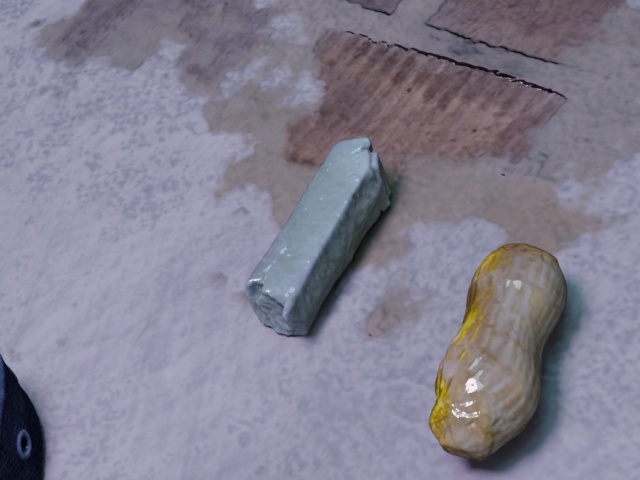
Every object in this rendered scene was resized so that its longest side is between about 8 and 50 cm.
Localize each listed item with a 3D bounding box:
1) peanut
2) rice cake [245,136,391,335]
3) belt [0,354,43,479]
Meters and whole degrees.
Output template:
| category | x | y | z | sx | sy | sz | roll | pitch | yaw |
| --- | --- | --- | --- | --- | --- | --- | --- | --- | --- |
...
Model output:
| category | x | y | z | sx | sy | sz | roll | pitch | yaw |
| --- | --- | --- | --- | --- | --- | --- | --- | --- | --- |
| peanut | 0.148 | 0.088 | 1.266 | 0.087 | 0.087 | 0.207 | 6 | 51 | 25 |
| rice cake | 0.000 | 0.000 | 1.417 | 0.063 | 0.069 | 0.206 | 15 | 59 | 28 |
| belt | -0.315 | 0.179 | 1.330 | 0.122 | 0.128 | 0.218 | -12 | 48 | 10 |
